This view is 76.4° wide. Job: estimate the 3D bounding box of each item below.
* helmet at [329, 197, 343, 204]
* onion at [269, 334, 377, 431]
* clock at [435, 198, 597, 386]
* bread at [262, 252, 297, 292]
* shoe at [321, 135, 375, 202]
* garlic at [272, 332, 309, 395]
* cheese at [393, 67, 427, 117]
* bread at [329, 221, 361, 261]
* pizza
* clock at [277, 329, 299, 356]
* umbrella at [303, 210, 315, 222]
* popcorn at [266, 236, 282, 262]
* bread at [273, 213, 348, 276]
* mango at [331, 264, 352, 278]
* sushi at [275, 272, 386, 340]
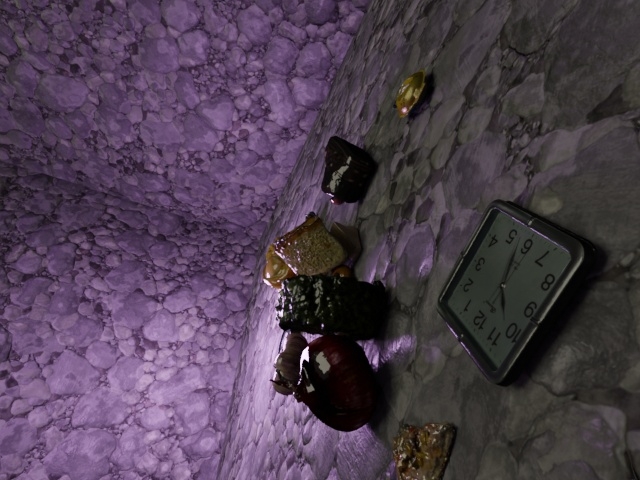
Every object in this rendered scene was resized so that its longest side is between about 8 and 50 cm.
[{"bbox_3d":[0.089,-0.194,1.915,0.084,0.049,0.065,-21,14,38],"label":"helmet"},{"bbox_3d":[0.018,0.394,1.107,0.273,0.285,0.273,43,140,53],"label":"onion"},{"bbox_3d":[0.337,0.081,0.748,0.273,0.049,0.279,-108,38,-66],"label":"clock"},{"bbox_3d":[-0.135,0.164,1.927,0.315,0.270,0.211,-146,60,-68],"label":"bread"},{"bbox_3d":[0.095,-0.306,1.786,0.237,0.171,0.384,-62,26,20],"label":"shoe"},{"bbox_3d":[-0.099,0.499,1.626,0.245,0.160,0.245,11,-90,-86],"label":"garlic"},{"bbox_3d":[0.315,-0.524,1.459,0.270,0.069,0.177,-115,45,-72],"label":"cheese"},{"bbox_3d":[0.093,0.005,1.576,0.152,0.105,0.077,-94,20,-56],"label":"bread"},{"bbox_3d":[0.205,0.432,0.820,0.185,0.052,0.195,-106,36,-58],"label":"pizza"},{"bbox_3d":[-0.157,0.508,2.005,0.215,0.042,0.215,-162,90,-75],"label":"clock"},{"bbox_3d":[-0.057,-0.058,2.193,0.143,0.094,0.349,-58,18,30],"label":"umbrella"},{"bbox_3d":[-0.179,0.101,2.248,0.249,0.225,0.249,-33,45,41],"label":"popcorn"},{"bbox_3d":[0.000,0.000,1.653,0.315,0.248,0.279,-32,6,37],"label":"bread"},{"bbox_3d":[0.085,0.135,1.542,0.080,0.060,0.114,-52,18,12],"label":"mango"},{"bbox_3d":[0.013,0.212,1.278,0.352,0.294,0.178,148,134,-62],"label":"sushi"}]
